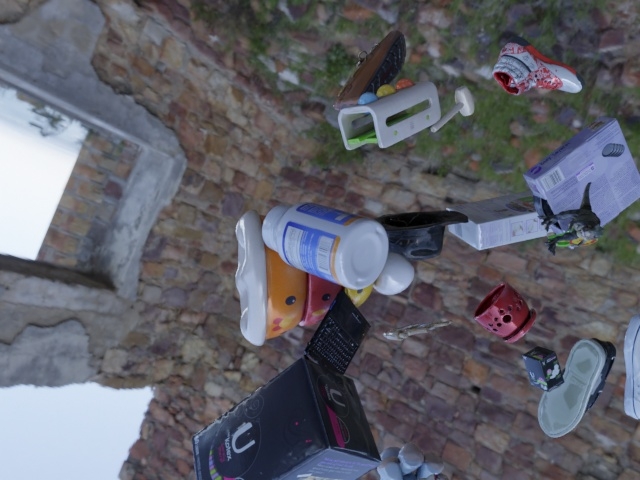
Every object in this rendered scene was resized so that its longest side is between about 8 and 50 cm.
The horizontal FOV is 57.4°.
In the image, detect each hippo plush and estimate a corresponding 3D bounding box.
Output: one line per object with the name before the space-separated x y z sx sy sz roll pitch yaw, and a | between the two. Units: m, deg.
hippo plush | 0.307 0.825 2.005 0.234 0.294 0.236 -10 174 -5

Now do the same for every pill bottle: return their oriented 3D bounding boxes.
pill bottle | 0.000 0.000 1.275 0.272 0.152 0.152 19 176 44

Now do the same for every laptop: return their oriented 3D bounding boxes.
laptop | 0.070 0.292 1.362 0.137 0.264 0.234 22 162 31

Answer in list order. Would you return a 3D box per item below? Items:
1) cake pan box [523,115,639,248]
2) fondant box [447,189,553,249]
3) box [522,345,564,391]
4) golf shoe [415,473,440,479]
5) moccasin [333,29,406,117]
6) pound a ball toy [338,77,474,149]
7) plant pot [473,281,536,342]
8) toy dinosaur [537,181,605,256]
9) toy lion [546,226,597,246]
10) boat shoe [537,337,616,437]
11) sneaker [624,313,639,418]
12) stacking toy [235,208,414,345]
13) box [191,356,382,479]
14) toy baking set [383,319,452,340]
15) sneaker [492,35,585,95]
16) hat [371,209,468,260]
cake pan box | 0.682 -0.144 1.509 0.245 0.267 0.070 51 -179 -23
fondant box | 0.626 -0.074 1.962 0.330 0.096 0.238 -13 -161 -8
box | 0.523 0.301 1.375 0.052 0.083 0.062 -23 -168 -18
golf shoe | 0.298 0.821 1.681 0.140 0.115 0.306 -16 -156 16
moccasin | 0.171 -0.567 1.971 0.147 0.380 0.139 19 160 31
pound a ball toy | 0.225 -0.345 1.508 0.208 0.135 0.319 6 -152 46
plant pot | 0.707 0.284 2.228 0.174 0.191 0.191 43 180 5
toy dinosaur | 0.512 -0.036 1.192 0.064 0.118 0.268 54 -150 -10
toy lion | 0.632 -0.005 1.457 0.096 0.034 0.100 17 154 -30
boat shoe | 0.727 0.413 1.646 0.113 0.340 0.127 -5 -152 -31
sneaker | 0.805 0.311 1.428 0.094 0.258 0.091 -1 -179 -38
stacking toy | 0.022 0.086 1.548 0.480 0.350 0.350 -3 -177 -12
box | -0.064 0.343 0.958 0.143 0.270 0.165 34 -156 -42
toy baking set | 0.299 0.282 1.828 0.197 0.030 0.256 -8 173 -21
sneaker | 0.642 -0.477 1.744 0.270 0.145 0.090 32 170 -3
hat | 0.293 -0.010 1.824 0.331 0.134 0.331 -4 -171 1
